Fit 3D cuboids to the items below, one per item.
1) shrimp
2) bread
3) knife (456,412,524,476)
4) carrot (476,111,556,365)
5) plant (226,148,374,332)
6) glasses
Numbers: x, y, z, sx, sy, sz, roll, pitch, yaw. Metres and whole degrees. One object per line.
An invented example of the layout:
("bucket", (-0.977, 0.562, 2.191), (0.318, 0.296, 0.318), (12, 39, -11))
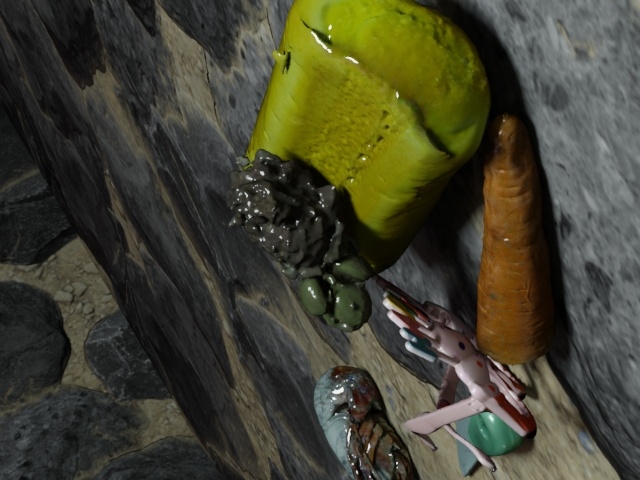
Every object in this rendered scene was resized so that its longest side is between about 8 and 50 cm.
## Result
("shrimp", (0.065, 0.247, 1.734), (0.232, 0.079, 0.090), (61, -159, 7))
("bread", (0.035, -0.087, 1.189), (0.166, 0.112, 0.383), (42, 163, 5))
("knife", (0.144, 0.180, 1.434), (0.260, 0.035, 0.063), (110, 137, -74))
("carrot", (0.138, -0.005, 1.107), (0.061, 0.061, 0.209), (49, 155, 46))
("plant", (-0.008, 0.004, 1.193), (0.174, 0.087, 0.085), (56, -172, -24))
("glasses", (0.084, 0.101, 1.236), (0.162, 0.095, 0.255), (49, -177, -5))
